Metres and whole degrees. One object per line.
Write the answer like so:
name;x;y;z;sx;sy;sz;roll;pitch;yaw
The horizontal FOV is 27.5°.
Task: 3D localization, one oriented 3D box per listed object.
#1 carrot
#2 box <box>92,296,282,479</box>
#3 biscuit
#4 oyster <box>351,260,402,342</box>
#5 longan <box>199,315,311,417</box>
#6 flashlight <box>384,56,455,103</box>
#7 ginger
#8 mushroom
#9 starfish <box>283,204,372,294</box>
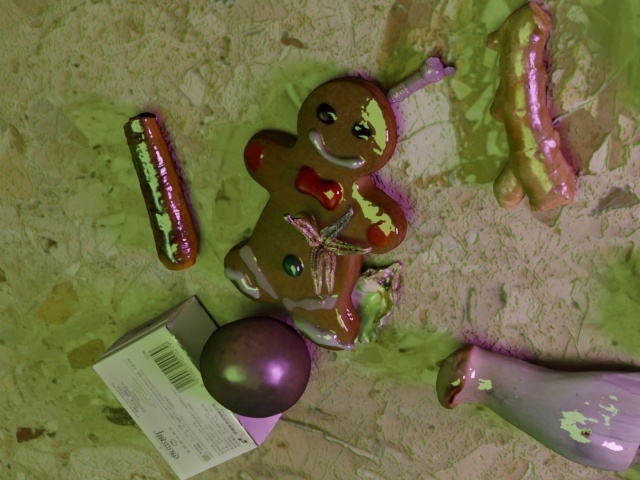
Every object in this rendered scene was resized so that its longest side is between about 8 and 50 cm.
carrot;-0.250;-0.076;2.050;0.070;0.070;0.260;-4;114;26
box;-0.223;0.250;2.189;0.194;0.111;0.260;-28;105;34
biscuit;-0.010;-0.048;1.931;0.283;0.064;0.432;33;126;16
oyster;0.063;0.095;2.012;0.122;0.045;0.146;9;119;20
longan;-0.102;0.199;2.060;0.187;0.167;0.167;23;134;-33
flashlight;0.133;-0.223;1.815;0.052;0.031;0.110;25;141;-36
ginger;0.283;-0.175;1.753;0.118;0.065;0.298;2;115;19
mushroom;0.338;0.231;1.935;0.329;0.122;0.159;17;86;14
starfish;0.001;-0.002;1.886;0.130;0.041;0.133;38;97;-6
